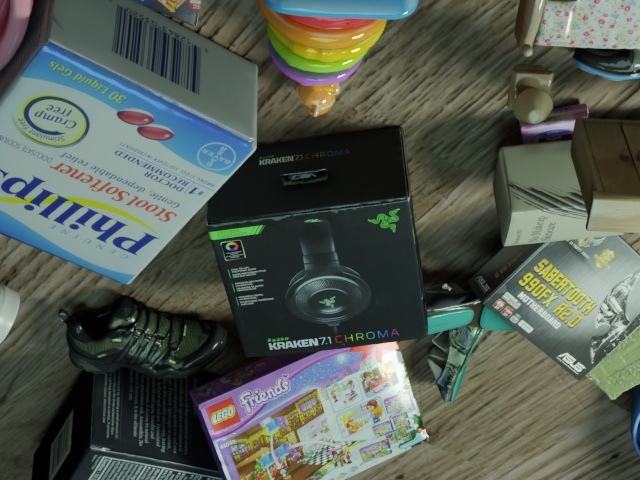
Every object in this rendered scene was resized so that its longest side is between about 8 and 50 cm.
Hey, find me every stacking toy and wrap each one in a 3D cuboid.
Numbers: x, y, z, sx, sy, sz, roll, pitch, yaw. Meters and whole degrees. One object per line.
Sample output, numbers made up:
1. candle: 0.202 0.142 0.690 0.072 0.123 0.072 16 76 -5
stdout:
1. stacking toy: 0.002 -0.231 1.430 0.166 0.175 0.302 2 152 -4

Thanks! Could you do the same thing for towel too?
1. towel: 0.436 0.160 1.924 0.110 0.027 0.148 44 125 -10

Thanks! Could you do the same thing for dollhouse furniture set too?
1. dollhouse furniture set: 0.363 -0.197 1.374 0.303 0.174 0.355 3 125 -2

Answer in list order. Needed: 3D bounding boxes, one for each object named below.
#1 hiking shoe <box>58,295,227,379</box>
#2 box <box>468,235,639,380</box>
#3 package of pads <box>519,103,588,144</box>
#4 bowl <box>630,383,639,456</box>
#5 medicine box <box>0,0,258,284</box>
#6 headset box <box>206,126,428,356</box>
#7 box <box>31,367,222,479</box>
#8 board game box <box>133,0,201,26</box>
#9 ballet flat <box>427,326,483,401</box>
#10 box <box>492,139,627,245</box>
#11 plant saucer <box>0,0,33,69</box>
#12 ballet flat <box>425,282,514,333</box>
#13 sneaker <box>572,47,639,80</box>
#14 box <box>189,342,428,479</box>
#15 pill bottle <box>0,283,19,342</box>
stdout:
1. hiking shoe: -0.244 0.130 1.843 0.227 0.086 0.114 -4 141 4
2. box: 0.335 0.062 1.769 0.183 0.056 0.231 -44 126 12
3. package of pads: 0.282 -0.133 1.612 0.083 0.032 0.050 -10 138 9
4. bowl: 0.659 0.239 2.007 0.391 0.077 0.391 -1 138 -1
5. medicine box: -0.255 -0.122 1.517 0.263 0.149 0.289 25 131 -26
6. headset box: 0.000 0.000 1.675 0.246 0.131 0.283 -6 137 4
7. box: -0.251 0.341 2.002 0.294 0.183 0.296 17 134 -22
8. board game box: -0.170 -0.315 1.372 0.194 0.060 0.194 31 128 -33
9. ballet flat: 0.187 0.160 1.923 0.070 0.070 0.188 6 136 -9
10. box: 0.352 -0.065 1.616 0.275 0.094 0.113 -6 158 1
11. plant saucer: -0.450 -0.289 1.353 0.332 0.084 0.332 5 137 4
12. ballet flat: 0.206 0.084 1.817 0.203 0.074 0.074 -3 140 -18
13. sneaker: 0.375 -0.228 1.499 0.188 0.067 0.078 -10 116 11
14. box: -0.012 0.244 1.862 0.293 0.057 0.201 -23 111 -13
15. pill bottle: -0.502 0.063 1.736 0.208 0.117 0.117 29 130 -29
